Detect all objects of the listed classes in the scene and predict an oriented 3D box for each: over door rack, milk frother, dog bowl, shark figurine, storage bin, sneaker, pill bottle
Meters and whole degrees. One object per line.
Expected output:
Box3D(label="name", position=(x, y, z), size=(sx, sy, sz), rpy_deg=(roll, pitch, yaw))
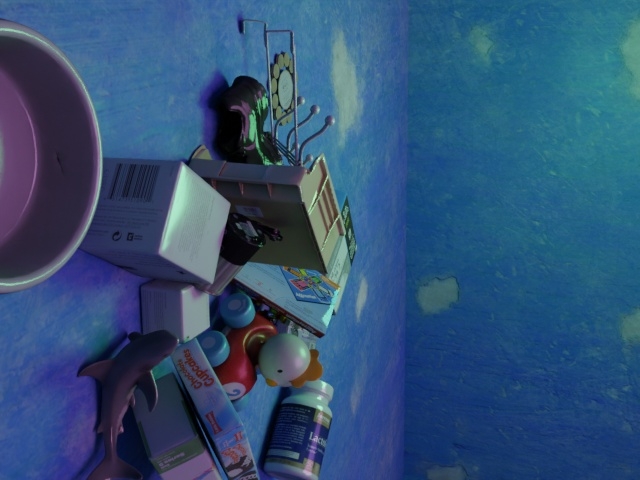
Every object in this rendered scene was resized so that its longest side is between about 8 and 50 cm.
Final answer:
Box3D(label="over door rack", position=(-0.061, -0.312, 1.429), size=(0.239, 0.108, 0.325), rpy_deg=(-131, -156, -61))
Box3D(label="milk frother", position=(-0.154, 0.022, 1.225), size=(0.143, 0.135, 0.129), rpy_deg=(27, 27, -35))
Box3D(label="dog bowl", position=(-0.388, -0.095, 0.771), size=(0.348, 0.102, 0.349), rpy_deg=(5, 90, -70))
Box3D(label="shark figurine", position=(-0.337, 0.248, 1.063), size=(0.116, 0.166, 0.279), rpy_deg=(17, 96, -45))
Box3D(label="storage bin", position=(-0.111, -0.067, 1.341), size=(0.260, 0.262, 0.123), rpy_deg=(72, 31, -48))
Box3D(label="sneaker", position=(-0.164, -0.200, 1.430), size=(0.130, 0.108, 0.287), rpy_deg=(-49, 134, -45))
Box3D(label="pill bottle", position=(-0.052, 0.521, 1.827), size=(0.153, 0.153, 0.265), rpy_deg=(66, 34, -55))

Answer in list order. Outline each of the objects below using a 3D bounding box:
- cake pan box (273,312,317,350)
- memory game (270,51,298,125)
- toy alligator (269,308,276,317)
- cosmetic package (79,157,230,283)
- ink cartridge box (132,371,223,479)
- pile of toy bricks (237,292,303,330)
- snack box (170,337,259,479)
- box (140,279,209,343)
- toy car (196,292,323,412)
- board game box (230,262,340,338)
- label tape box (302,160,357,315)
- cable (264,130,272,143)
Box3D(label="cake pan box", position=(-0.063, 0.203, 1.849), size=(0.267, 0.070, 0.246), rpy_deg=(33, 65, -69))
Box3D(label="memory game", position=(-0.093, -0.386, 1.695), size=(0.186, 0.012, 0.186), rpy_deg=(5, 90, -72))
Box3D(label="toy alligator", position=(-0.121, 0.100, 1.684), size=(0.051, 0.056, 0.190), rpy_deg=(-170, -98, -67))
Box3D(label="cosmetic package", position=(-0.262, -0.028, 1.076), size=(0.184, 0.151, 0.152), rpy_deg=(46, 52, -64))
Box3D(label="ink cartridge box", position=(-0.251, 0.367, 1.185), size=(0.154, 0.093, 0.213), rpy_deg=(51, -18, 45))
Box3D(label="pile of toy bricks", position=(-0.125, 0.135, 1.597), size=(0.212, 0.105, 0.118), rpy_deg=(24, 91, -38))
Box3D(label="snack box", position=(-0.192, 0.336, 1.239), size=(0.060, 0.187, 0.322), rpy_deg=(-26, 148, -17))
Box3D(label="box", position=(-0.262, 0.122, 1.209), size=(0.102, 0.087, 0.101), rpy_deg=(-30, 123, -67))
Box3D(label="toy car", position=(-0.114, 0.265, 1.419), size=(0.210, 0.237, 0.219), rpy_deg=(-57, 148, -37))
Box3D(label="board game box", position=(-0.089, 0.092, 1.514), size=(0.027, 0.281, 0.145), rpy_deg=(-38, -157, 48))
Box3D(label="label tape box", position=(0.000, 0.000, 1.702), size=(0.334, 0.105, 0.241), rpy_deg=(76, 26, -49))
Box3D(label="cable", position=(-0.089, -0.154, 1.667), size=(0.139, 0.072, 0.288), rpy_deg=(-62, 152, -51))
